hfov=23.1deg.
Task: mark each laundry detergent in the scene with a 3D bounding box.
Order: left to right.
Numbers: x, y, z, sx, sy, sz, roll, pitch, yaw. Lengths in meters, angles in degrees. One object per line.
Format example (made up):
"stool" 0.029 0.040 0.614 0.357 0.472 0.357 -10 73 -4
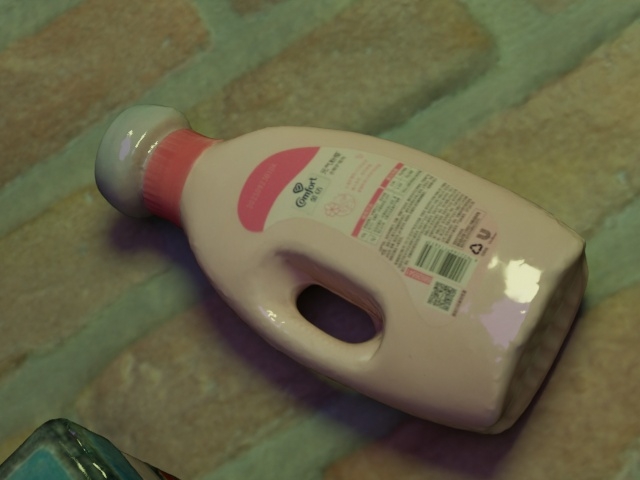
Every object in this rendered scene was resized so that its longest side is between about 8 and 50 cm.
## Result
"laundry detergent" 0.000 0.000 1.022 0.335 0.088 0.159 23 79 26

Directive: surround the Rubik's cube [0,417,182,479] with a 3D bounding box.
"Rubik's cube" -0.101 0.310 0.826 0.293 0.287 0.292 -47 64 -2
